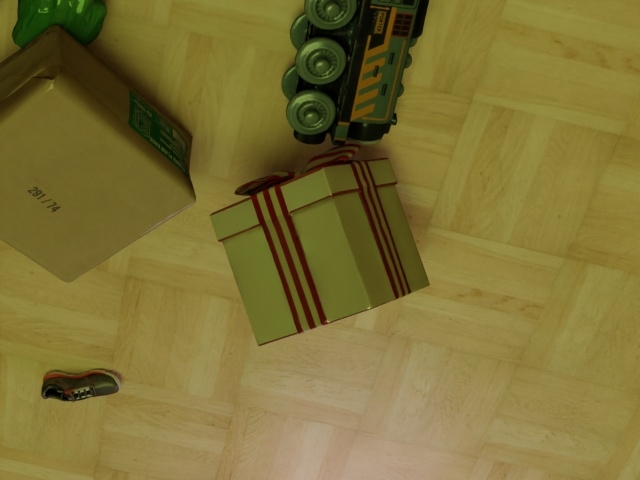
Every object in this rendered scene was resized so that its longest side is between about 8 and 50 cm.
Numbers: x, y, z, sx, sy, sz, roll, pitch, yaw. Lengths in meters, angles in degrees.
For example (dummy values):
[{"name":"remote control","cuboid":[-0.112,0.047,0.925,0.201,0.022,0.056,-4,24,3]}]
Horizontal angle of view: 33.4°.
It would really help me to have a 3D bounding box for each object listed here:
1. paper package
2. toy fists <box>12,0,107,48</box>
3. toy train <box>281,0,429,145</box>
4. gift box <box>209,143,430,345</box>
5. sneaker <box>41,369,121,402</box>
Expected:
[{"name":"paper package","cuboid":[-0.409,-0.129,1.683,0.310,0.168,0.325,-30,133,21]},{"name":"toy fists","cuboid":[-0.461,-0.386,1.615,0.279,0.096,0.142,27,131,-15]},{"name":"toy train","cuboid":[0.051,-0.289,1.620,0.190,0.142,0.333,5,124,-10]},{"name":"gift box","cuboid":[0.000,0.000,1.711,0.255,0.276,0.258,-20,88,26]},{"name":"sneaker","cuboid":[-0.467,0.294,2.070,0.158,0.065,0.061,-3,123,6]}]
